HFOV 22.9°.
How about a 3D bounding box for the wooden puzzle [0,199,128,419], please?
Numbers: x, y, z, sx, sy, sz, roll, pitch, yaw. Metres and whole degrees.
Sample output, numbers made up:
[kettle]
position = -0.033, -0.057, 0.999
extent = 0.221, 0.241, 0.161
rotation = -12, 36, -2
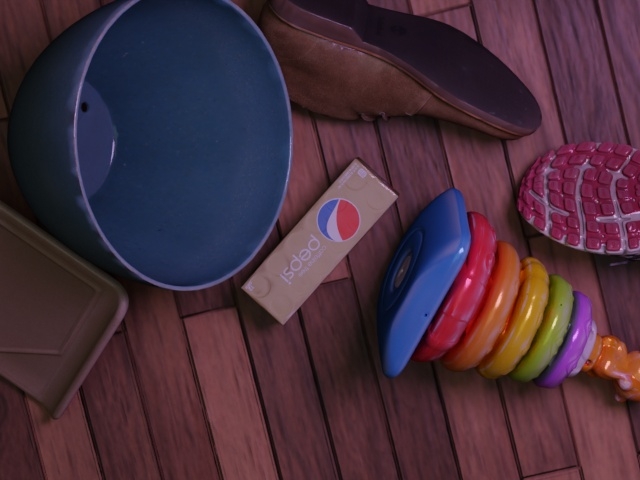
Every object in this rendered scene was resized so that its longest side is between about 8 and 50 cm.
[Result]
[wooden puzzle]
position = -0.322, 0.051, 1.634
extent = 0.239, 0.044, 0.221
rotation = 38, 131, 2

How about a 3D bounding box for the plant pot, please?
[plant pot]
position = -0.195, -0.099, 1.561
extent = 0.195, 0.290, 0.290
rotation = 2, 97, 40

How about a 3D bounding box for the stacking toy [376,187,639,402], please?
[stacking toy]
position = 0.216, 0.087, 1.599
extent = 0.302, 0.165, 0.175
rotation = 23, 112, -9

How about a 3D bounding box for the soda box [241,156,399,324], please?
[soda box]
position = 0.000, 0.000, 1.641
extent = 0.061, 0.058, 0.181
rotation = 42, 96, -1

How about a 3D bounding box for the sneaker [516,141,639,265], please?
[sneaker]
position = 0.344, -0.013, 1.594
extent = 0.299, 0.112, 0.120
rotation = 13, 70, 15

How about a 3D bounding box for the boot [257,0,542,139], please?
[boot]
position = 0.076, -0.165, 1.617
extent = 0.305, 0.112, 0.115
rotation = 24, 126, -3
